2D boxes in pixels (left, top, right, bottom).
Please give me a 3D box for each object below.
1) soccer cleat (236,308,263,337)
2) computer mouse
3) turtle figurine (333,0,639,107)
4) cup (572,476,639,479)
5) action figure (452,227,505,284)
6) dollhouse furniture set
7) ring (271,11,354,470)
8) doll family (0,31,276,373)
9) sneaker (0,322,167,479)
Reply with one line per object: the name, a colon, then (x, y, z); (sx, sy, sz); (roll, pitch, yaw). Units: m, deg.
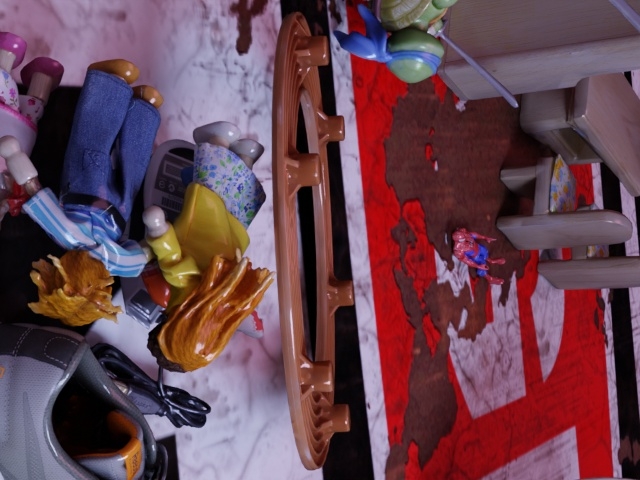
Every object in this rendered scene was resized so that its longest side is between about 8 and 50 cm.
soccer cleat: (-0.072, 0.055, 1.028); (0.083, 0.029, 0.035); (49, 55, -43)
computer mouse: (-0.109, 0.026, 0.946); (0.106, 0.042, 0.193); (22, 68, -42)
turtle figurine: (0.136, -0.265, 1.276); (0.198, 0.275, 0.266); (113, -26, -78)
cup: (0.260, 0.387, 1.335); (0.237, 0.331, 0.331); (68, 21, -84)
action figure: (0.165, 0.013, 1.453); (0.115, 0.030, 0.038); (33, 63, -52)
dollhouse furniture set: (0.331, -0.181, 1.541); (0.394, 0.256, 0.362); (38, 55, -53)
ring: (0.000, 0.000, 1.023); (0.336, 0.032, 0.336); (-3, 90, -84)
doll family: (-0.111, -0.013, 0.821); (0.263, 0.118, 0.163); (33, 54, -37)
sneaker: (-0.134, 0.156, 0.823); (0.271, 0.108, 0.100); (65, 34, -34)
